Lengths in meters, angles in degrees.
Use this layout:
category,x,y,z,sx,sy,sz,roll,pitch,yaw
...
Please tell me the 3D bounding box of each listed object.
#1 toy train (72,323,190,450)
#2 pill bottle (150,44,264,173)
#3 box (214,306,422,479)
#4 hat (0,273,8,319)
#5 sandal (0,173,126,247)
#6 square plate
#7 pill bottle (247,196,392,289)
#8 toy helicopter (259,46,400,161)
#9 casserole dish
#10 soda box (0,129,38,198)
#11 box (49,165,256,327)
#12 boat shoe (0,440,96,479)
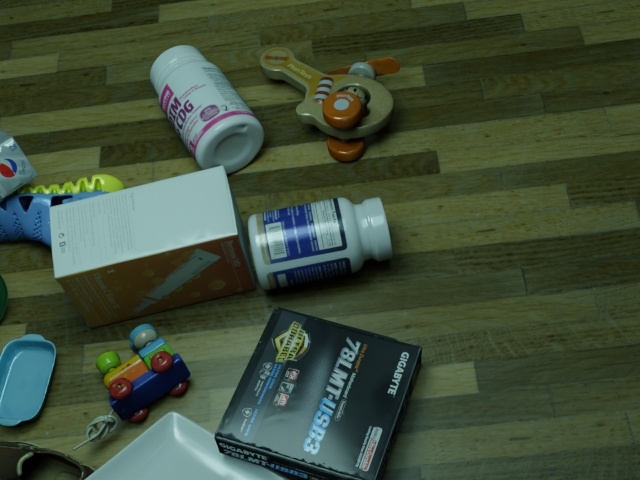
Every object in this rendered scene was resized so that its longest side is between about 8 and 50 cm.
category,x,y,z,sx,sy,sz,roll,pitch,yaw
toy train,-0.381,0.267,1.681,0.248,0.105,0.143,-33,50,-13
pill bottle,-0.256,-0.291,1.975,0.160,0.160,0.283,-29,59,-11
box,0.002,0.283,1.614,0.293,0.073,0.295,13,52,17
hat,-0.702,0.147,1.709,0.173,0.183,0.208,29,97,-18
sandal,-0.564,-0.043,1.884,0.317,0.126,0.138,-12,61,1
square plate,-0.222,0.460,1.487,0.344,0.049,0.347,26,34,21
pill bottle,0.000,0.000,1.765,0.264,0.153,0.153,-11,57,0
toy helicopter,0.015,-0.349,1.996,0.355,0.140,0.235,34,66,27
casserole dish,-0.570,0.272,1.733,0.114,0.037,0.188,2,59,8
soda box,-0.689,-0.174,1.910,0.091,0.098,0.286,-37,28,-16
box,-0.321,0.017,1.758,0.345,0.215,0.168,-14,58,-1
boat shoe,-0.518,0.401,1.609,0.257,0.095,0.095,7,59,11
